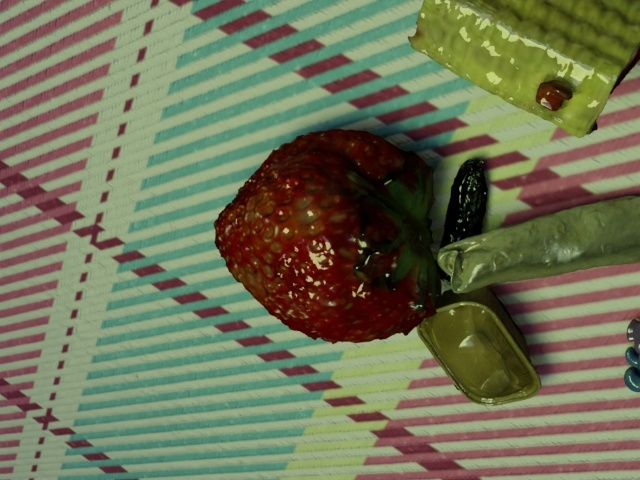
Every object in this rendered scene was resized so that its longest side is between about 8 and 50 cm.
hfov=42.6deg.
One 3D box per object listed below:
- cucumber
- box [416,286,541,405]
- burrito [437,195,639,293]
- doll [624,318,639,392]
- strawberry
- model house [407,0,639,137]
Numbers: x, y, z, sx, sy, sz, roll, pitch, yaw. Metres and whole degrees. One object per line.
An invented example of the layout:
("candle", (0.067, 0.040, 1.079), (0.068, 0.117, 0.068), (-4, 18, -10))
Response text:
("cucumber", (0.176, -0.017, 1.014), (0.053, 0.053, 0.181), (18, 117, 21))
("box", (0.196, 0.133, 1.012), (0.111, 0.111, 0.177), (-21, 119, 33))
("burrito", (0.271, 0.008, 0.927), (0.275, 0.059, 0.082), (-14, 102, 8))
("doll", (0.406, 0.143, 0.950), (0.110, 0.067, 0.206), (20, 129, 30))
("strawberry", (0.000, 0.000, 0.995), (0.288, 0.250, 0.238), (-4, 114, 27))
("model house", (0.209, -0.211, 0.774), (0.196, 0.254, 0.160), (31, 135, 12))
